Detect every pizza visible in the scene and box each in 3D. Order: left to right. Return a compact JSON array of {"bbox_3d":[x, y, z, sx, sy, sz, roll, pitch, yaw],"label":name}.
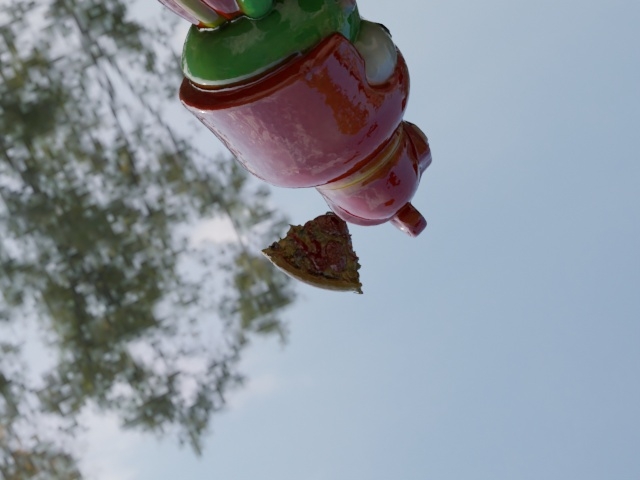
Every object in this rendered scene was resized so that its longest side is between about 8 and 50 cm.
[{"bbox_3d":[-0.009,0.010,1.481,0.099,0.029,0.100,-4,-117,-13],"label":"pizza"}]

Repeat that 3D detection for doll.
[{"bbox_3d":[-0.022,-0.130,1.164,0.160,0.363,0.182,-45,-153,-7],"label":"doll"}]
